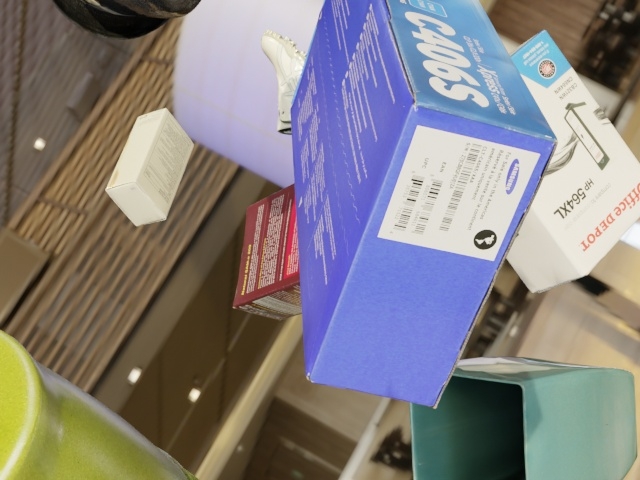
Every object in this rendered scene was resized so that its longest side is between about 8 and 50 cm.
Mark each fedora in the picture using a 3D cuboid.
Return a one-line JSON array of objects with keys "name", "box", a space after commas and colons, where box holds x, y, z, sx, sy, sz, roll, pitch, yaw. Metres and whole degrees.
[{"name": "fedora", "box": [-0.270, -0.448, 1.566, 0.334, 0.152, 0.334, -29, -47, -37]}]

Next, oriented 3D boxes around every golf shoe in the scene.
[{"name": "golf shoe", "box": [-0.029, -0.164, 1.154, 0.086, 0.176, 0.069, -44, -30, 9]}]

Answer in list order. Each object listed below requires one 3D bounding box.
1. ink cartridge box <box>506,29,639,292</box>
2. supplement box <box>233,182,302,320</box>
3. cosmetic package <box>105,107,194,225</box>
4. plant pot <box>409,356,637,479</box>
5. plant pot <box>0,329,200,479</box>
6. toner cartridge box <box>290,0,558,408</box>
[{"name": "ink cartridge box", "box": [0.212, -0.075, 0.999, 0.148, 0.203, 0.086, -41, 5, -30]}, {"name": "supplement box", "box": [0.000, 0.000, 1.127, 0.239, 0.073, 0.130, -21, 55, 52]}, {"name": "cosmetic package", "box": [-0.177, -0.077, 1.081, 0.060, 0.041, 0.115, 56, -146, -36]}, {"name": "plant pot", "box": [0.241, 0.212, 1.152, 0.234, 0.165, 0.166, -6, -86, -40]}, {"name": "plant pot", "box": [-0.294, 0.265, 0.929, 0.366, 0.366, 0.353, -57, -34, -31]}, {"name": "toner cartridge box", "box": [0.041, -0.075, 0.636, 0.348, 0.075, 0.165, -95, 23, -58]}]
